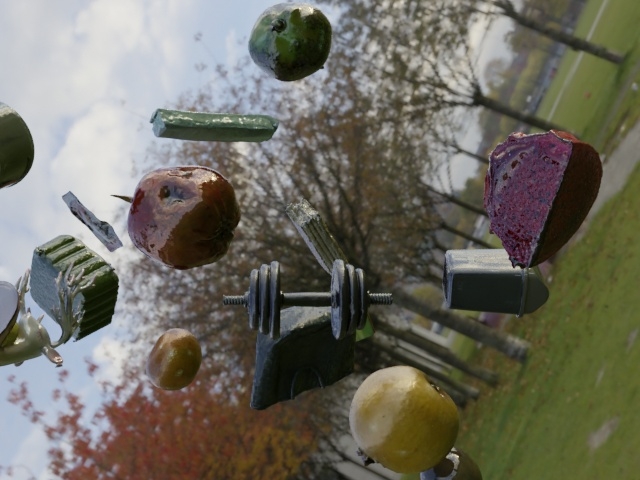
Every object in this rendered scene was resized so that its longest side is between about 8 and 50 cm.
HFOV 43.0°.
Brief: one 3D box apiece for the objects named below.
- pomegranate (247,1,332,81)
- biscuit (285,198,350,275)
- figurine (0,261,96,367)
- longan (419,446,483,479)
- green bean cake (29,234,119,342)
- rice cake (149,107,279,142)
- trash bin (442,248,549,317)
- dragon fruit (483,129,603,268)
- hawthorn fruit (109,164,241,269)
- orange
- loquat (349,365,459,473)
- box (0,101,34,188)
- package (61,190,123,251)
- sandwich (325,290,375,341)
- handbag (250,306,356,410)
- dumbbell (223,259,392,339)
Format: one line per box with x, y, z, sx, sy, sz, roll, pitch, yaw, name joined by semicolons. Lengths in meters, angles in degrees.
-0.068;-0.547;2.209;0.276;0.221;0.204;-47;-39;-58;pomegranate
0.000;0.000;2.058;0.061;0.108;0.239;-37;-50;-6;biscuit
-0.673;0.168;1.877;0.316;0.206;0.284;64;-152;-68;figurine
0.341;0.636;2.159;0.159;0.185;0.204;-20;-19;-24;longan
-0.726;0.134;2.398;0.156;0.250;0.247;-32;-28;-43;green bean cake
-0.245;-0.272;1.941;0.336;0.063;0.066;-1;-26;-39;rice cake
0.513;0.118;2.402;0.209;0.290;0.182;-81;-8;-65;trash bin
0.389;-0.082;1.419;0.163;0.189;0.262;-108;26;-57;dragon fruit
-0.311;-0.055;1.863;0.258;0.261;0.258;-13;-70;-41;hawthorn fruit
-0.358;0.296;2.005;0.156;0.124;0.156;-54;14;20;orange
0.195;0.450;2.019;0.275;0.274;0.275;24;-90;-80;loquat
-0.824;-0.218;1.953;0.149;0.226;0.226;-53;-16;-63;box
-0.719;-0.061;2.568;0.030;0.239;0.154;-50;17;-25;package
0.055;0.149;1.656;0.074;0.117;0.074;-21;-4;-6;sandwich
-0.023;0.207;1.504;0.270;0.088;0.175;-11;-67;-44;handbag
-0.015;0.073;1.002;0.099;0.208;0.099;180;90;-85;dumbbell
